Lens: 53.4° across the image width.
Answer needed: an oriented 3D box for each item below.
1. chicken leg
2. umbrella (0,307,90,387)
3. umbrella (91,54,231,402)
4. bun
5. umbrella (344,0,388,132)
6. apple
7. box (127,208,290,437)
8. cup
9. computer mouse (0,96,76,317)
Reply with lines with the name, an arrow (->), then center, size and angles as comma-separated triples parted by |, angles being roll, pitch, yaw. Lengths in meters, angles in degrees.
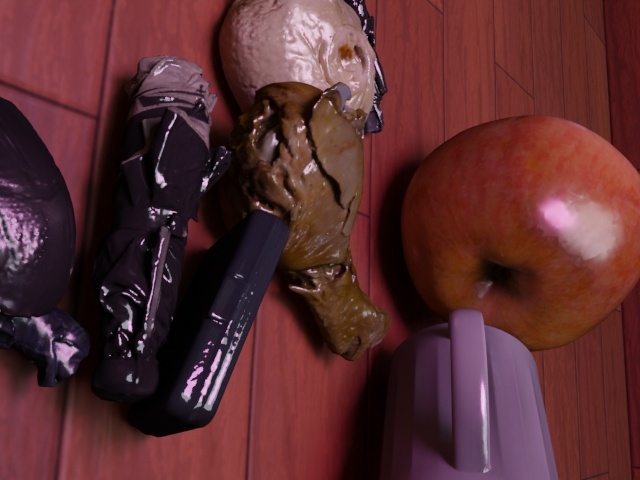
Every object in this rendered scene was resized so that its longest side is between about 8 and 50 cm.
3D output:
chicken leg -> 0.000, 0.000, 0.811 | 0.152, 0.202, 0.429 | -120, -174, -57
umbrella -> -0.290, 0.034, 0.527 | 0.071, 0.080, 0.224 | -39, 115, -8
umbrella -> -0.156, -0.022, 0.629 | 0.113, 0.106, 0.357 | 37, 48, -51
bun -> -0.013, -0.247, 0.849 | 0.244, 0.153, 0.243 | 19, 67, -52
umbrella -> 0.069, -0.290, 1.030 | 0.066, 0.059, 0.235 | -122, -160, -79
apple -> 0.324, -0.010, 1.044 | 0.391, 0.392, 0.346 | 61, 42, -25
box -> -0.116, 0.086, 0.661 | 0.050, 0.160, 0.230 | 32, 57, -17
cup -> 0.197, 0.273, 0.854 | 0.326, 0.237, 0.322 | -75, 162, -54
computer mouse -> -0.260, -0.043, 0.511 | 0.217, 0.074, 0.122 | 60, 19, 9
